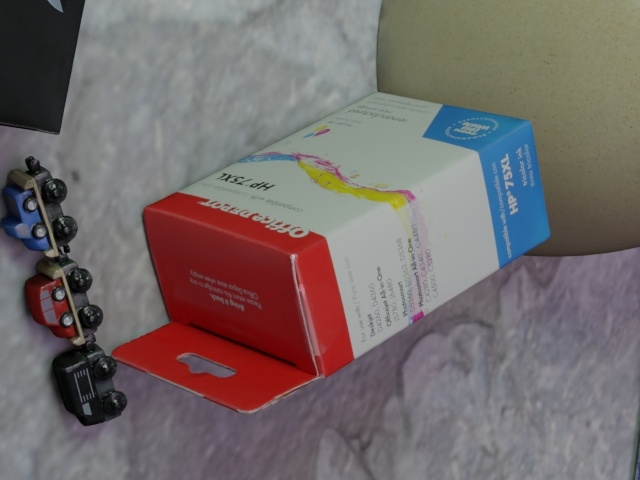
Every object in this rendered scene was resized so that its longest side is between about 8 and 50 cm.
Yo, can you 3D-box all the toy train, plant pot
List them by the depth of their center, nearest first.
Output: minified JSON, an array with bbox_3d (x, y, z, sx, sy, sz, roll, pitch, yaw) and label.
[{"bbox_3d":[-0.140,0.030,0.931,0.036,0.027,0.158,-24,116,-23],"label":"toy train"},{"bbox_3d":[0.203,-0.114,1.086,0.284,0.191,0.284,-12,109,-39],"label":"plant pot"}]

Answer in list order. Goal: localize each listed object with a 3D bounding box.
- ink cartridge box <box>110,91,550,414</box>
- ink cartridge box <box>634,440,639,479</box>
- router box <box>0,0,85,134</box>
[{"bbox_3d":[0.000,0.000,0.971,0.231,0.134,0.078,-29,119,-34],"label":"ink cartridge box"},{"bbox_3d":[0.387,0.027,1.365,0.324,0.071,0.330,-3,101,-41],"label":"ink cartridge box"},{"bbox_3d":[-0.207,-0.217,0.773,0.243,0.081,0.308,9,95,-42],"label":"router box"}]
